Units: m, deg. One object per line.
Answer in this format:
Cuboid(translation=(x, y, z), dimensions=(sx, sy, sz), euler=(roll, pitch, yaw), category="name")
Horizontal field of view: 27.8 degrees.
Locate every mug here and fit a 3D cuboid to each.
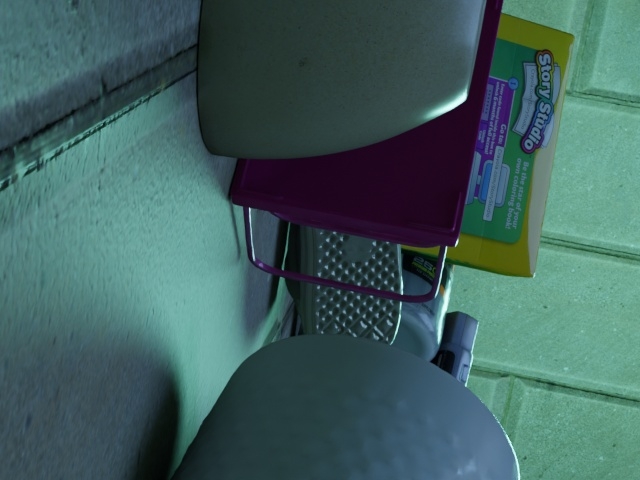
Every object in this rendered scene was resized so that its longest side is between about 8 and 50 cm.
Cuboid(translation=(-0.007, 0.320, 1.050), dimensions=(0.328, 0.276, 0.374), euler=(-61, 150, -46), category="mug")

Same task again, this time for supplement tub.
Cuboid(translation=(0.108, 0.022, 2.001), dimensions=(0.207, 0.207, 0.338), euler=(93, 10, -52), category="supplement tub")

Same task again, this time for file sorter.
Cuboid(translation=(0.049, -0.108, 1.256), dimensions=(0.182, 0.202, 0.290), euler=(91, 11, -64), category="file sorter")

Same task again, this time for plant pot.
Cuboid(translation=(0.033, -0.191, 1.011), dimensions=(0.284, 0.191, 0.284), euler=(10, 90, -84), category="plant pot")

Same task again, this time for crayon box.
Cuboid(translation=(0.182, -0.153, 1.849), dimensions=(0.106, 0.313, 0.362), euler=(3, -98, 65), category="crayon box")

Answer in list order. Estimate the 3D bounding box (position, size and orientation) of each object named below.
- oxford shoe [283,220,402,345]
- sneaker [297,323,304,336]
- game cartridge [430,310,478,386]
Cuboid(translation=(0.036, -0.072, 1.520), dimensions=(0.130, 0.169, 0.449), euler=(-126, -142, -64), category="oxford shoe")
Cuboid(translation=(0.002, 0.244, 1.782), dimensions=(0.208, 0.127, 0.319), euler=(-69, 169, -65), category="sneaker")
Cuboid(translation=(0.123, 0.287, 1.994), dimensions=(0.230, 0.068, 0.355), euler=(-24, -133, 60), category="game cartridge")
